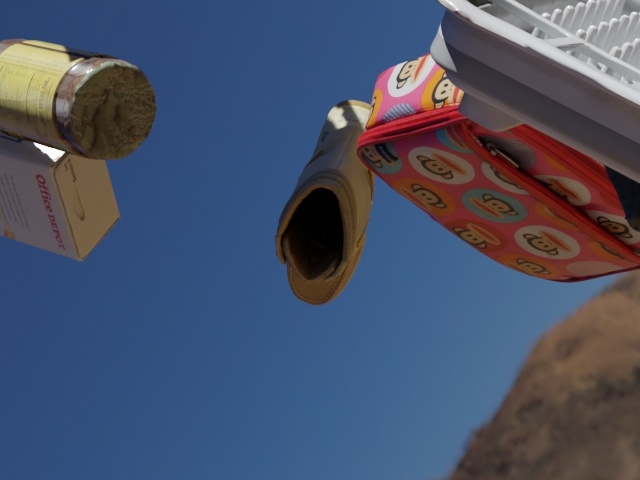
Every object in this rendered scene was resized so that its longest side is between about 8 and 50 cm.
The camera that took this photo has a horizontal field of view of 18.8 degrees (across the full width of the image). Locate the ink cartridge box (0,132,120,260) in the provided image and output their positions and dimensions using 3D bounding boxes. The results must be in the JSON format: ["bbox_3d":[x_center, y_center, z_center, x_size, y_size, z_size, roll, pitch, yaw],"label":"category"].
[{"bbox_3d":[-0.357,-0.080,2.284,0.093,0.212,0.154,-51,-35,-35],"label":"ink cartridge box"}]

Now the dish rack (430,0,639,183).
[{"bbox_3d":[0.222,-0.084,1.203,0.333,0.286,0.072,-26,-39,-62],"label":"dish rack"}]

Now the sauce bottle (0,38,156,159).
[{"bbox_3d":[-0.303,-0.160,2.077,0.111,0.344,0.111,-9,-74,-33],"label":"sauce bottle"}]

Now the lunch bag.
[{"bbox_3d":[0.208,-0.075,1.796,0.258,0.293,0.120,-13,52,51],"label":"lunch bag"}]

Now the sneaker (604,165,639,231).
[{"bbox_3d":[0.247,-0.020,1.306,0.051,0.089,0.170,-53,-54,-33],"label":"sneaker"}]

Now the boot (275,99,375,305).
[{"bbox_3d":[0.000,0.000,2.130,0.203,0.095,0.262,-69,-3,-57],"label":"boot"}]
